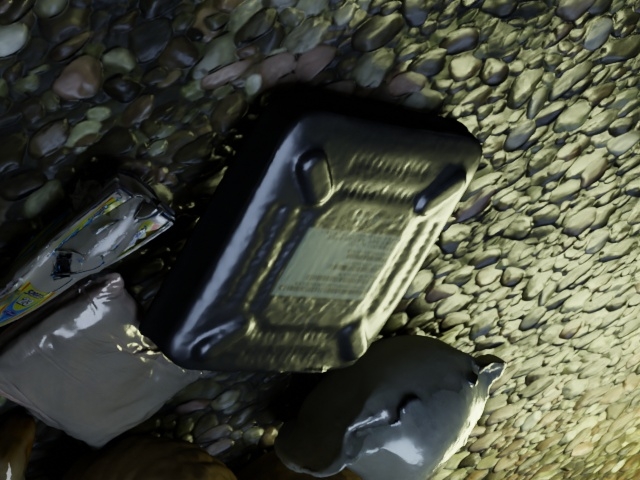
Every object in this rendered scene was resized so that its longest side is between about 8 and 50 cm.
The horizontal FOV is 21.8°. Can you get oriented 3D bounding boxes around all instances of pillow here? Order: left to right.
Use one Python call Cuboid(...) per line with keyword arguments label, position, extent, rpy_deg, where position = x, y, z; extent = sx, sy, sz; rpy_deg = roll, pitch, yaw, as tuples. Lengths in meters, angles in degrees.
Cuboid(label="pillow", position=(-0.205, 0.117, 1.569), extent=(0.173, 0.067, 0.270), rpy_deg=(-32, 151, 6))

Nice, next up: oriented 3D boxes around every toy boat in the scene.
Cuboid(label="toy boat", position=(-0.219, 0.014, 1.406), extent=(0.210, 0.066, 0.084), rpy_deg=(-39, 147, 14))

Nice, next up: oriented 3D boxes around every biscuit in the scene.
Cuboid(label="biscuit", position=(-0.316, 0.287, 1.648), extent=(0.047, 0.164, 0.208), rpy_deg=(9, 143, -1))

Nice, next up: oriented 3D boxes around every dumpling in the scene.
Cuboid(label="dumpling", position=(0.073, 0.200, 1.869), extent=(0.243, 0.175, 0.227), rpy_deg=(13, 159, -31))

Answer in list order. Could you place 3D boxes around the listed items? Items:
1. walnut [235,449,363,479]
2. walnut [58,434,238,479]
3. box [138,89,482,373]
Cuboid(label="walnut", position=(-0.019, 0.335, 1.936), extent=(0.213, 0.213, 0.213), rpy_deg=(-23, 149, -15))
Cuboid(label="walnut", position=(-0.179, 0.313, 1.738), extent=(0.225, 0.225, 0.261), rpy_deg=(-40, 160, 15))
Cuboid(label="box", position=(0.000, 0.000, 1.540), extent=(0.290, 0.073, 0.289), rpy_deg=(6, 122, -49))
